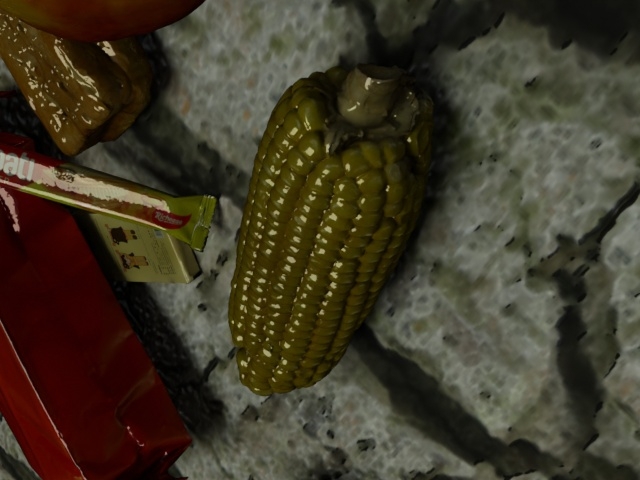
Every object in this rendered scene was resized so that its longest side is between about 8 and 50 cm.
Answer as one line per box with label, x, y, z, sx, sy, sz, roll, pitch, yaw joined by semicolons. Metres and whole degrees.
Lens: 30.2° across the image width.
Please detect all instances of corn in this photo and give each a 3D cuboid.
corn;0.000;0.000;0.839;0.119;0.119;0.322;39;142;20

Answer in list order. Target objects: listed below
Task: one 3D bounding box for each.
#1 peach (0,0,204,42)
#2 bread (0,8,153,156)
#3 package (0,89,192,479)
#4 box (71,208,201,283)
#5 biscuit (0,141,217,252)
peach;-0.135;-0.253;0.702;0.281;0.238;0.281;169;90;-83
bread;-0.238;-0.203;0.969;0.271;0.077;0.139;56;145;2
package;-0.276;0.067;1.142;0.196;0.123;0.423;-20;97;59
box;-0.172;0.003;1.090;0.149;0.020;0.073;1;118;46
biscuit;-0.229;-0.053;1.014;0.292;0.026;0.048;16;97;9
